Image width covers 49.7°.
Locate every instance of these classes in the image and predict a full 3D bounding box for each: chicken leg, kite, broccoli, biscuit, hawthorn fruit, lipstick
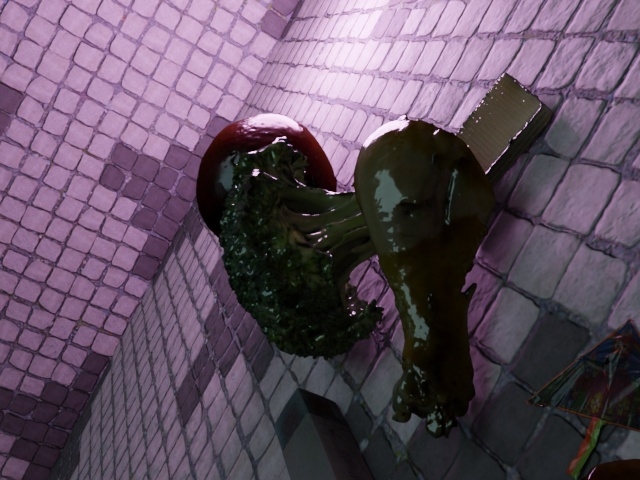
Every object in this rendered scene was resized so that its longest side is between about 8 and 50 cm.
[{"bbox_3d":[0.124,0.028,0.855,0.201,0.152,0.430,-12,64,23],"label":"chicken leg"},{"bbox_3d":[0.262,0.146,0.640,0.190,0.010,0.159,-6,61,65],"label":"kite"},{"bbox_3d":[-0.014,0.014,1.090,0.249,0.301,0.375,110,144,-51],"label":"broccoli"},{"bbox_3d":[0.228,-0.127,0.966,0.199,0.040,0.121,-53,29,21],"label":"biscuit"},{"bbox_3d":[-0.107,-0.109,1.373,0.316,0.315,0.316,-47,27,34],"label":"hawthorn fruit"},{"bbox_3d":[0.022,0.325,0.879,0.080,0.076,0.371,-59,23,9],"label":"lipstick"}]

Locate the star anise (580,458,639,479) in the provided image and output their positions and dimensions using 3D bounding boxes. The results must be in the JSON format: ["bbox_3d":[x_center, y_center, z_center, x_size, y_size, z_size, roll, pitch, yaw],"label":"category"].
[{"bbox_3d":[0.175,0.301,0.505,0.237,0.148,0.347,117,172,-79],"label":"star anise"}]
